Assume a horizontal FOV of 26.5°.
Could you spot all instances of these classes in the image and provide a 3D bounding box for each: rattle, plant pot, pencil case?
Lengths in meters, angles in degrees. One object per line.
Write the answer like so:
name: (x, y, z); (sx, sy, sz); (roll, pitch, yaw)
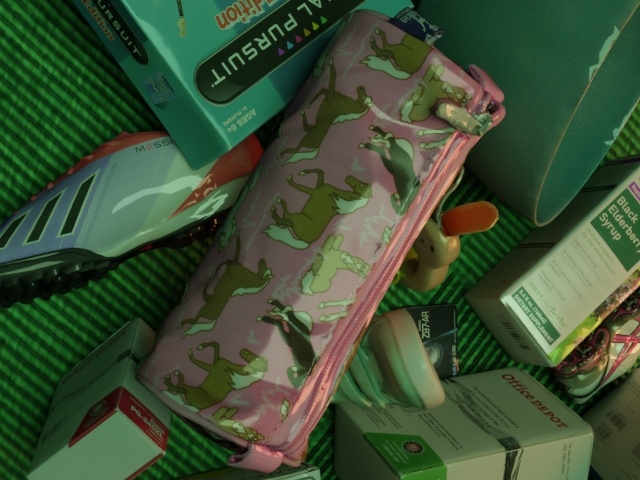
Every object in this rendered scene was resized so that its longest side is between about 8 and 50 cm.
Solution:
rattle: (0.057, 0.002, 1.258); (0.142, 0.199, 0.130); (-9, 95, -21)
plant pot: (0.199, -0.186, 1.295); (0.195, 0.290, 0.290); (32, 78, 17)
pencil case: (0.000, 0.000, 1.126); (0.160, 0.167, 0.386); (32, 83, -9)

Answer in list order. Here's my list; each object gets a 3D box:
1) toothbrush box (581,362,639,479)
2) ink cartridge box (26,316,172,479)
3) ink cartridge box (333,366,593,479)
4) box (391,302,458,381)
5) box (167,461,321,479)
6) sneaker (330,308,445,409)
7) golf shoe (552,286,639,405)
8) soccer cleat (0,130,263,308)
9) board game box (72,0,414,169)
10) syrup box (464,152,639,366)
toothbrush box: (0.408, 0.295, 1.388); (0.126, 0.216, 0.295); (-43, 107, 3)
ink cartridge box: (-0.184, 0.151, 1.179); (0.109, 0.150, 0.063); (-38, 110, 18)
ink cartridge box: (0.136, 0.204, 1.315); (0.208, 0.153, 0.087); (-8, 114, -21)
box: (0.106, 0.107, 1.378); (0.067, 0.018, 0.083); (-2, 93, -22)
box: (-0.070, 0.361, 1.281); (0.169, 0.087, 0.290); (-11, 96, -21)
sneaker: (0.013, 0.127, 1.219); (0.151, 0.256, 0.094); (-23, 95, -12)
golf shoe: (0.316, 0.095, 1.444); (0.186, 0.067, 0.086); (-40, 131, -15)
soccer cleat: (-0.196, -0.032, 1.220); (0.318, 0.108, 0.116); (-21, 83, -20)
board game box: (-0.107, -0.273, 1.202); (0.254, 0.079, 0.336); (-41, 100, -30)
syrup box: (0.272, 0.017, 1.397); (0.237, 0.096, 0.093); (-41, 101, -15)
